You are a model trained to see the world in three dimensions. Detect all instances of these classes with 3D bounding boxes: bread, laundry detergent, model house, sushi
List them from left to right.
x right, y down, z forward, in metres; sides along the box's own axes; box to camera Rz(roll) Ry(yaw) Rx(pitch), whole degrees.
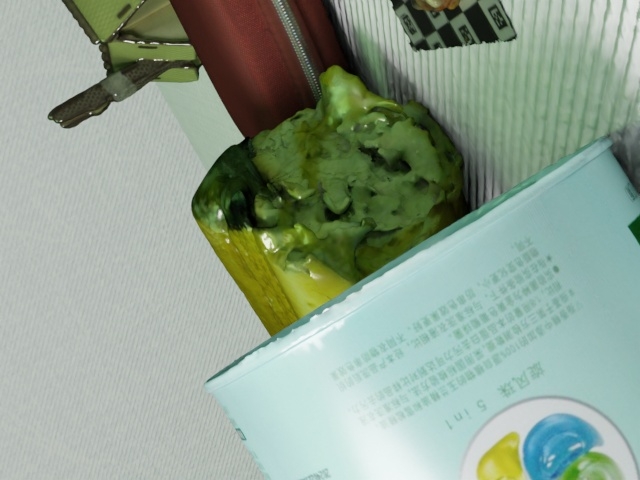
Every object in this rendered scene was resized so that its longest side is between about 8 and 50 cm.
[{"bbox_3d":[-0.259,-0.283,1.383,0.218,0.279,0.205,55,169,12],"label":"model house"},{"bbox_3d":[0.044,0.034,1.015,0.251,0.208,0.376,42,163,39],"label":"bread"},{"bbox_3d":[0.055,-0.188,0.772,0.139,0.031,0.201,60,171,-13],"label":"sushi"},{"bbox_3d":[0.128,0.139,0.661,0.305,0.287,0.287,58,171,2],"label":"laundry detergent"}]

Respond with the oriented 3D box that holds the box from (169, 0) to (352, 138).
[{"bbox_3d":[-0.077,-0.235,1.073,0.263,0.108,0.404,48,168,50],"label":"box"}]
